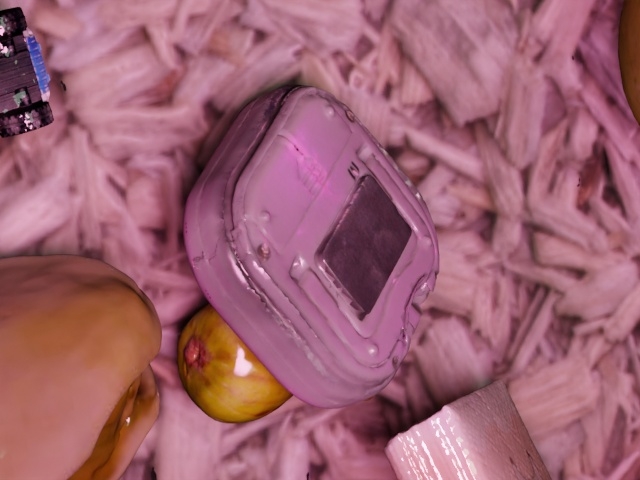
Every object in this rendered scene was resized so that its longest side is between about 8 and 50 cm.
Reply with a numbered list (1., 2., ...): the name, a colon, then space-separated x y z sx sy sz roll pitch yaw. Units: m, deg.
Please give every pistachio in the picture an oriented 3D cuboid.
1. pistachio: -0.233 0.113 1.261 0.288 0.197 0.166 -27 149 -34

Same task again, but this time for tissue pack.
1. tissue pack: 0.160 0.263 1.405 0.071 0.170 0.325 -29 83 16

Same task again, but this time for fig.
1. fig: -0.039 0.089 1.410 0.166 0.093 0.093 21 82 -61

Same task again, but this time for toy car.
1. toy car: -0.258 -0.090 1.272 0.171 0.070 0.080 -21 103 -26

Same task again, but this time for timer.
1. timer: 0.000 0.000 1.365 0.191 0.069 0.208 50 38 -21

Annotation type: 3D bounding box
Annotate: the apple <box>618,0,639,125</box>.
1. apple: 0.393 -0.138 1.456 0.338 0.338 0.305 35 112 -25
